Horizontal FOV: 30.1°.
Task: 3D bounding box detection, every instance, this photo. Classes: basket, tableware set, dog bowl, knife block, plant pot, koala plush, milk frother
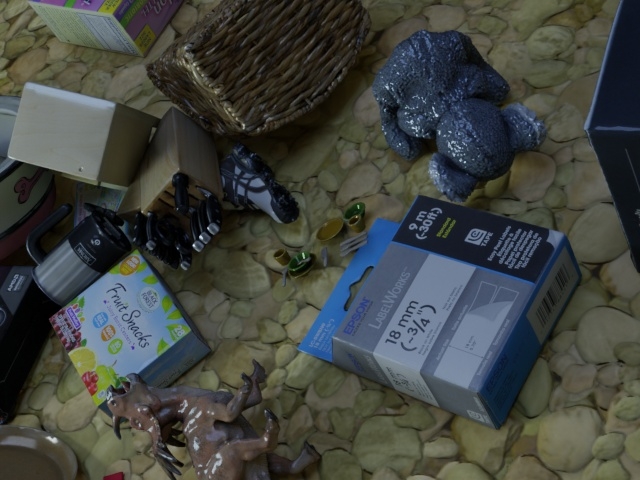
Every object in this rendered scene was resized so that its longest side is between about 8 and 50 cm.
[{"bbox_3d":[-0.089,-0.297,1.908,0.299,0.213,0.223,-46,16,-19],"label":"basket"},{"bbox_3d":[0.000,0.000,1.721,0.154,0.024,0.104,-28,31,17],"label":"tableware set"},{"bbox_3d":[-0.621,-0.074,1.973,0.407,0.150,0.408,-13,32,8],"label":"dog bowl"},{"bbox_3d":[-0.199,-0.087,1.798,0.242,0.088,0.276,-10,52,54],"label":"knife block"},{"bbox_3d":[-0.457,0.333,1.655,0.236,0.032,0.236,3,25,-1],"label":"plant pot"},{"bbox_3d":[0.192,-0.166,1.664,0.196,0.203,0.221,-32,59,4],"label":"koala plush"},{"bbox_3d":[-0.369,0.013,1.848,0.134,0.143,0.129,-41,77,9],"label":"milk frother"}]

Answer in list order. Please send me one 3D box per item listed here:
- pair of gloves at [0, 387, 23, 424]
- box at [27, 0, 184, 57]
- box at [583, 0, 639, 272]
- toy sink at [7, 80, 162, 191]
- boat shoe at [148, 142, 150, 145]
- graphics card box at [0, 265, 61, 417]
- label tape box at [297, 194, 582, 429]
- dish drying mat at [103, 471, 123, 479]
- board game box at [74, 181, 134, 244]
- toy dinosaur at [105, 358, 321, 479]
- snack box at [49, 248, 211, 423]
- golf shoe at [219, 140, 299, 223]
[{"bbox_3d":[-0.498,0.251,1.826,0.083,0.010,0.074,11,58,35],"label":"pair of gloves"},{"bbox_3d":[-0.385,-0.474,2.232,0.243,0.117,0.214,17,66,35],"label":"box"},{"bbox_3d":[0.541,-0.112,1.350,0.395,0.293,0.212,3,58,29],"label":"box"},{"bbox_3d":[-0.361,-0.155,1.874,0.152,0.234,0.131,15,92,11],"label":"toy sink"},{"bbox_3d":[-0.272,-0.133,1.970,0.125,0.046,0.038,8,56,23],"label":"boat shoe"},{"bbox_3d":[-0.611,0.153,1.899,0.370,0.094,0.233,2,53,28],"label":"graphics card box"},{"bbox_3d":[0.133,0.073,1.558,0.333,0.106,0.241,17,65,36],"label":"label tape box"},{"bbox_3d":[-0.285,0.359,1.635,0.032,0.008,0.083,-18,49,14],"label":"dish drying mat"},{"bbox_3d":[-0.354,-0.046,1.959,0.103,0.026,0.154,-18,50,15],"label":"board game box"},{"bbox_3d":[-0.133,0.275,1.548,0.200,0.127,0.296,-41,60,5],"label":"toy dinosaur"},{"bbox_3d":[-0.283,0.138,1.755,0.174,0.070,0.207,-38,49,-2],"label":"snack box"},{"bbox_3d":[-0.101,-0.066,1.816,0.094,0.077,0.198,-45,40,5],"label":"golf shoe"}]
